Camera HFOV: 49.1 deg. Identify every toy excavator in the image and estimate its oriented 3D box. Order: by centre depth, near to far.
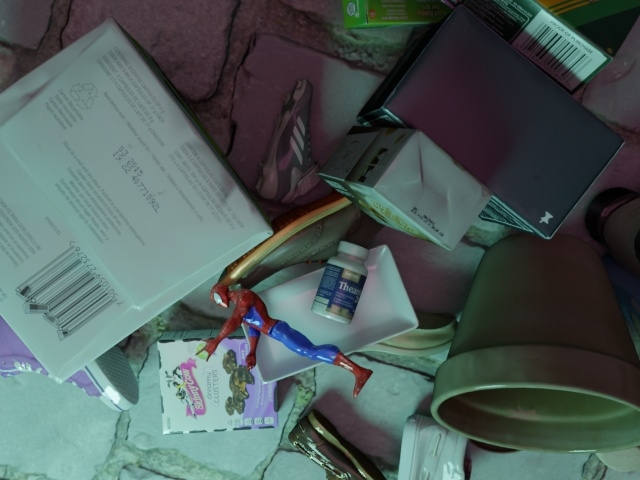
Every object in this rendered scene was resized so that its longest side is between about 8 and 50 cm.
[{"bbox_3d":[0.594,0.131,1.173,0.433,0.222,0.445,-28,107,2],"label":"toy excavator"}]

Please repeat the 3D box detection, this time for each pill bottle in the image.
[{"bbox_3d":[0.035,0.065,1.091,0.067,0.067,0.120,20,85,-6],"label":"pill bottle"}]

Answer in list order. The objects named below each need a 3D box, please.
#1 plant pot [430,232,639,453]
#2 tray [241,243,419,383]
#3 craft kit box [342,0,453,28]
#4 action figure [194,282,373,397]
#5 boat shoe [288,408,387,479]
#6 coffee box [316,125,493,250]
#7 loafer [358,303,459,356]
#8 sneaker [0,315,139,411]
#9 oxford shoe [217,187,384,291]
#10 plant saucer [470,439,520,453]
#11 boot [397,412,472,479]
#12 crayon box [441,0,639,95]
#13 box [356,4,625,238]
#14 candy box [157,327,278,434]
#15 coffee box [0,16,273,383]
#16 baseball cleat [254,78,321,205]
[{"bbox_3d":[0.341,0.150,1.092,0.323,0.323,0.280,12,61,-5],"label":"plant pot"},{"bbox_3d":[0.009,0.119,1.137,0.270,0.030,0.145,-21,82,3],"label":"tray"},{"bbox_3d":[0.129,-0.450,1.057,0.250,0.061,0.247,-15,102,-40],"label":"craft kit box"},{"bbox_3d":[-0.073,0.175,1.075,0.280,0.091,0.139,35,79,9],"label":"action figure"},{"bbox_3d":[0.034,0.389,1.231,0.207,0.073,0.073,44,95,0],"label":"boat shoe"},{"bbox_3d":[0.106,-0.081,0.979,0.141,0.246,0.098,37,88,-20],"label":"coffee box"},{"bbox_3d":[0.111,0.138,1.185,0.268,0.102,0.092,-1,103,-2],"label":"loafer"},{"bbox_3d":[-0.438,0.202,1.170,0.161,0.102,0.282,-42,87,6],"label":"sneaker"},{"bbox_3d":[0.000,0.000,1.151,0.363,0.130,0.133,-33,104,1],"label":"oxford shoe"},{"bbox_3d":[0.326,0.279,1.248,0.198,0.036,0.199,0,97,-4],"label":"plant saucer"},{"bbox_3d":[0.198,0.438,1.218,0.123,0.095,0.258,7,96,19],"label":"boot"},{"bbox_3d":[0.296,-0.431,0.979,0.363,0.106,0.313,37,66,-1],"label":"crayon box"},{"bbox_3d":[0.235,-0.169,1.055,0.296,0.294,0.183,37,94,-8],"label":"box"},{"bbox_3d":[-0.172,0.237,1.196,0.196,0.070,0.165,-3,97,-4],"label":"candy box"},{"bbox_3d":[-0.302,-0.060,1.018,0.338,0.334,0.338,-36,97,0],"label":"coffee box"},{"bbox_3d":[-0.036,-0.159,1.164,0.109,0.072,0.206,20,100,-20],"label":"baseball cleat"}]
